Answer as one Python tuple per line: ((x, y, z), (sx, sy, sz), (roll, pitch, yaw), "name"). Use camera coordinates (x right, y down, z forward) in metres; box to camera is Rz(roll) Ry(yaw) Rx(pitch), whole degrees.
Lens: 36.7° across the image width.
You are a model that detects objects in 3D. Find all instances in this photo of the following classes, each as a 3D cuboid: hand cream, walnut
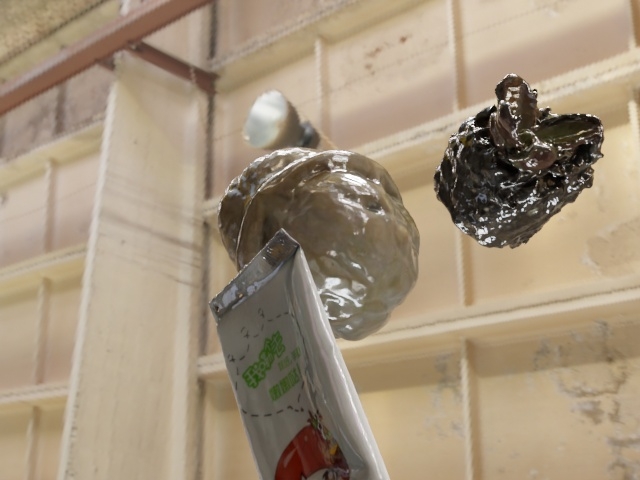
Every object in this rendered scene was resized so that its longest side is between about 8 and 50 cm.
((0.001, 0.161, 0.625), (0.121, 0.076, 0.336), (-43, -122, 41), "hand cream")
((0.000, 0.000, 1.020), (0.224, 0.224, 0.224), (-20, -120, 39), "walnut")

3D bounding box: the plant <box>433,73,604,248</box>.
((0.266, -0.112, 1.309), (0.178, 0.204, 0.234), (63, -37, 36), "plant")
